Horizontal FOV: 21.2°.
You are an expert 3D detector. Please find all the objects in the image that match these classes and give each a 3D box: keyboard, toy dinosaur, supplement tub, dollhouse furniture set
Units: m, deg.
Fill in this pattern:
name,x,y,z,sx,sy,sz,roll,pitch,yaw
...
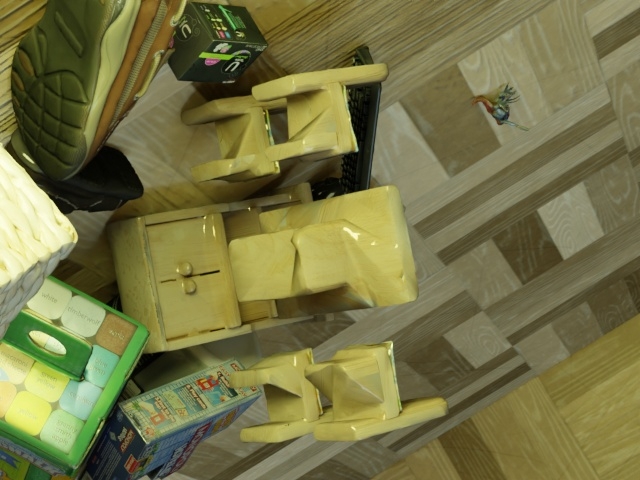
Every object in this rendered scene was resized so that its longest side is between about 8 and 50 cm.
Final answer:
name,x,y,z,sx,sy,sz,roll,pitch,yaw
keyboard,0.041,-0.128,1.916,0.023,0.108,0.180,-1,126,-11
toy dinosaur,0.230,-0.172,2.207,0.090,0.047,0.082,9,160,-8
supplement tub,-0.242,0.183,2.142,0.316,0.194,0.193,-39,158,24
dollhouse furniture set,-0.012,0.019,1.870,0.256,0.362,0.394,-11,180,-39

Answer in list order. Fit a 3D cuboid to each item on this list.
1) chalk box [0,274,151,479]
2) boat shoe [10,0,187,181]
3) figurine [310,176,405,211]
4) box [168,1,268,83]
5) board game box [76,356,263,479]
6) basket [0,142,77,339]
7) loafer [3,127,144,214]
name,x,y,z,sx,sy,sz,roll,pitch,yaw
chalk box,-0.308,0.150,1.851,0.179,0.180,0.289,-63,-178,-22
boat shoe,-0.183,-0.170,1.508,0.120,0.123,0.324,-20,159,-33
figurine,0.000,0.000,2.209,0.209,0.092,0.215,-40,159,15
box,-0.105,-0.191,1.655,0.083,0.052,0.062,-5,147,-52
board game box,-0.167,0.218,1.963,0.194,0.060,0.194,-26,159,-37
basket,-0.409,0.016,1.262,0.328,0.331,0.266,-47,172,37
loafer,-0.256,-0.058,1.719,0.078,0.080,0.220,-36,159,13
